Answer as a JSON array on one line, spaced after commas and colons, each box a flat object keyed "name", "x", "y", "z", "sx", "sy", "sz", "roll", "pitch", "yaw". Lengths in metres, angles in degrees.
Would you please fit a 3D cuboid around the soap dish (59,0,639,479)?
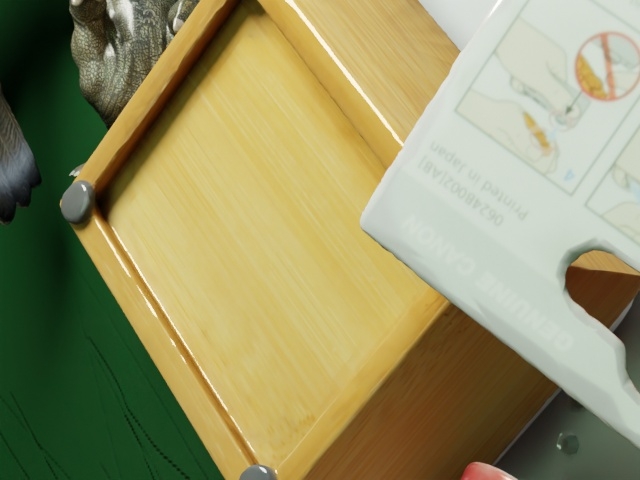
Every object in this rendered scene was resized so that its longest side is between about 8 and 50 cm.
[{"name": "soap dish", "x": 0.000, "y": 0.000, "z": 0.976, "sx": 0.229, "sy": 0.118, "sz": 0.291, "roll": -52, "pitch": 52, "yaw": 22}]

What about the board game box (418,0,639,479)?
[{"name": "board game box", "x": 0.161, "y": -0.036, "z": 0.953, "sx": 0.390, "sy": 0.050, "sz": 0.390, "roll": -43, "pitch": 57, "yaw": 27}]

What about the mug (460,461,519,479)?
[{"name": "mug", "x": 0.055, "y": 0.206, "z": 0.863, "sx": 0.113, "sy": 0.150, "sz": 0.169, "roll": 37, "pitch": 73, "yaw": 26}]

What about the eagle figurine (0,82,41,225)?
[{"name": "eagle figurine", "x": -0.246, "y": -0.177, "z": 1.275, "sx": 0.225, "sy": 0.226, "sz": 0.298, "roll": 22, "pitch": 94, "yaw": 22}]

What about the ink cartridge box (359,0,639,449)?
[{"name": "ink cartridge box", "x": 0.243, "y": -0.074, "z": 0.778, "sx": 0.308, "sy": 0.091, "sz": 0.385, "roll": 38, "pitch": 103, "yaw": 21}]

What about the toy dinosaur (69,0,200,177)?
[{"name": "toy dinosaur", "x": -0.109, "y": -0.146, "z": 1.180, "sx": 0.160, "sy": 0.121, "sz": 0.313, "roll": 114, "pitch": 157, "yaw": -59}]
